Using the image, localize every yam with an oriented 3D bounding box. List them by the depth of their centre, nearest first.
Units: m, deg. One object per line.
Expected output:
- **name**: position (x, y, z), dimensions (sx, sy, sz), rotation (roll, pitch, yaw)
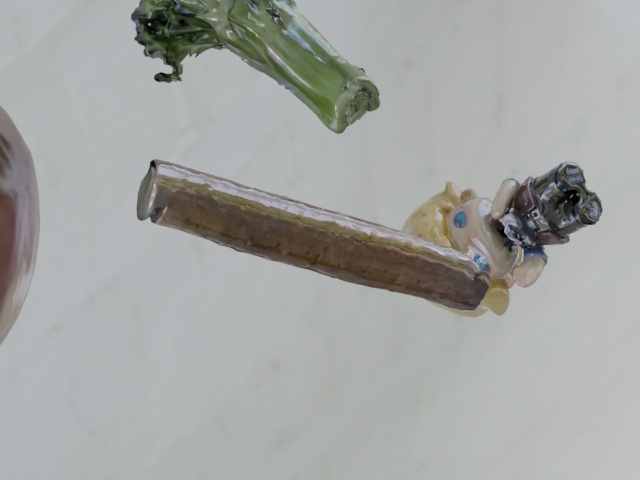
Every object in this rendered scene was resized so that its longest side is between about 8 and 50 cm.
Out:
- **yam**: position (0.000, 0.000, 1.147), dimensions (0.264, 0.046, 0.046), rotation (16, -59, -26)

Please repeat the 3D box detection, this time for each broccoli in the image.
- **broccoli**: position (-0.057, -0.201, 1.637), dimensions (0.145, 0.304, 0.165), rotation (-16, -45, -41)

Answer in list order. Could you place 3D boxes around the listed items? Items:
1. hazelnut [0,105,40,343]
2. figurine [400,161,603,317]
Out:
- **hazelnut**: position (-0.423, 0.002, 1.546), dimensions (0.366, 0.366, 0.366), rotation (-38, -24, -20)
- **figurine**: position (0.158, -0.003, 1.488), dimensions (0.196, 0.114, 0.108), rotation (-23, 17, 47)
